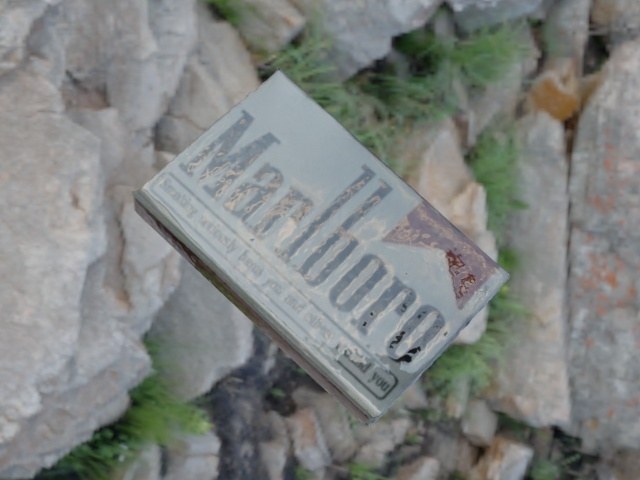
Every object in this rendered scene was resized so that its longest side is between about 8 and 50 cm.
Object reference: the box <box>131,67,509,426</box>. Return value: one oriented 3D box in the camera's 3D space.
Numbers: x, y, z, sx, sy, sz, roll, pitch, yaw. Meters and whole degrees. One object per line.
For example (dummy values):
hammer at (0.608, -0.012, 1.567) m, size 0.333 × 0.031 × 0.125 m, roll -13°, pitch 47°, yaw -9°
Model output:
box at (0.000, 0.000, 0.644) m, size 0.115 × 0.177 × 0.036 m, roll -44°, pitch 169°, yaw -21°
